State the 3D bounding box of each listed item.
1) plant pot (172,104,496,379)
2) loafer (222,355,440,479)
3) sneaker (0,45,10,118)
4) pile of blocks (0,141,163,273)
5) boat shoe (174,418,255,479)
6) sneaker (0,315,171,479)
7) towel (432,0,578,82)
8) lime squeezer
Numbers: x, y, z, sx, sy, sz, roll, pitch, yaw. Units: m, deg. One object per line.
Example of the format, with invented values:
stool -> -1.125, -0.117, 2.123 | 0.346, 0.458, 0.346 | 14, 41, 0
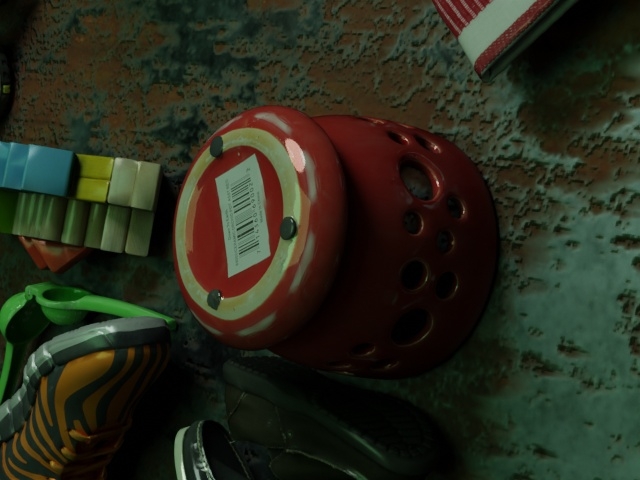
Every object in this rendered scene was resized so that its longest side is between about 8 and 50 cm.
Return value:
plant pot -> 0.000, 0.000, 0.967 | 0.191, 0.174, 0.191 | -12, 74, 47
loafer -> 0.005, 0.148, 1.009 | 0.220, 0.080, 0.078 | 20, 106, 52
sneaker -> -0.527, -0.173, 1.515 | 0.385, 0.147, 0.145 | -8, 87, 33
pile of blocks -> -0.288, -0.032, 1.290 | 0.362, 0.149, 0.112 | 7, 87, 46
boat shoe -> -0.042, 0.227, 1.038 | 0.079, 0.084, 0.233 | -42, 54, 16
sneaker -> -0.201, 0.197, 1.186 | 0.321, 0.125, 0.180 | -45, 57, 48
towel -> 0.122, -0.305, 0.935 | 0.237, 0.037, 0.329 | -44, 53, 34
lime squeezer -> -0.258, 0.089, 1.302 | 0.310, 0.059, 0.110 | -30, 62, 38
